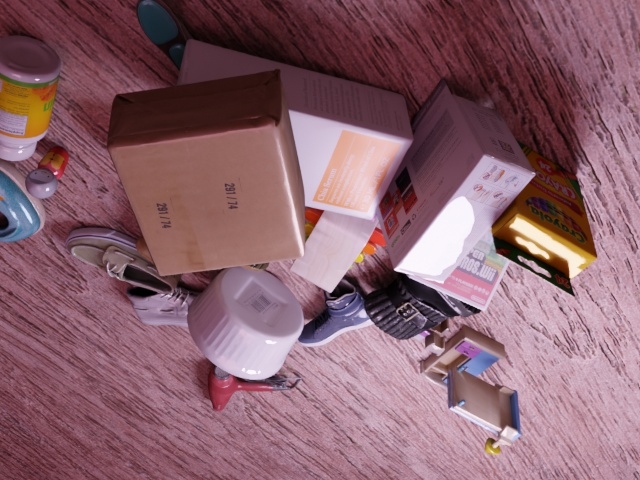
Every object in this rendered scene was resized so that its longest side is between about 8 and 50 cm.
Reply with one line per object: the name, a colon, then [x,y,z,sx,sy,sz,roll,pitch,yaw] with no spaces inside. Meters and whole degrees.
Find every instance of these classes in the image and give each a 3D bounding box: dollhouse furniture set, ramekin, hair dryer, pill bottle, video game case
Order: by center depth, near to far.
pill bottle: [-0.629,-0.288,1.594,0.136,0.136,0.246,21,131,-11]
video game case: [0.339,-0.010,1.687,0.204,0.025,0.285,24,95,-14]
ramekin: [-0.175,0.190,1.882,0.277,0.277,0.135,27,121,-17]
dollhouse furniture set: [0.331,0.387,1.964,0.286,0.303,0.198,27,129,-17]
hair dryer: [-0.223,0.429,2.225,0.293,0.080,0.223,-30,122,30]

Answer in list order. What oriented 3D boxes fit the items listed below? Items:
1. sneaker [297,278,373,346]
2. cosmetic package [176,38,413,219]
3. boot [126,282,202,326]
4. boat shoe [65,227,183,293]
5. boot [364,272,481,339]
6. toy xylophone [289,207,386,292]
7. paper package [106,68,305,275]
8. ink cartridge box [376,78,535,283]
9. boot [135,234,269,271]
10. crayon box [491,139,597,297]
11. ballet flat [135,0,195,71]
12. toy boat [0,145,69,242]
sneaker: [0.014,0.182,1.956,0.226,0.086,0.163,-24,136,14]
cosmetic package: [-0.071,-0.213,1.531,0.452,0.162,0.230,11,133,-14]
boot: [-0.378,0.156,1.987,0.258,0.095,0.123,-6,138,14]
boat shoe: [-0.491,0.050,1.908,0.302,0.094,0.109,14,132,-6]
boot: [0.194,0.089,1.832,0.260,0.131,0.348,-23,112,43]
toy xylophone: [0.000,0.000,1.756,0.236,0.081,0.322,34,144,-8]
paper package: [-0.192,-0.116,1.389,0.309,0.168,0.325,-7,135,5]
ink cartridge box: [0.248,-0.122,1.544,0.130,0.272,0.309,16,128,-26]
boot: [-0.279,0.020,1.817,0.236,0.089,0.269,37,145,-24]
crayon box: [0.440,-0.056,1.539,0.202,0.319,0.081,27,130,-17]
ballet flat: [-0.288,-0.398,1.491,0.072,0.068,0.213,-21,134,15]
toy boat: [-0.716,-0.114,1.754,0.318,0.148,0.267,-20,126,24]
